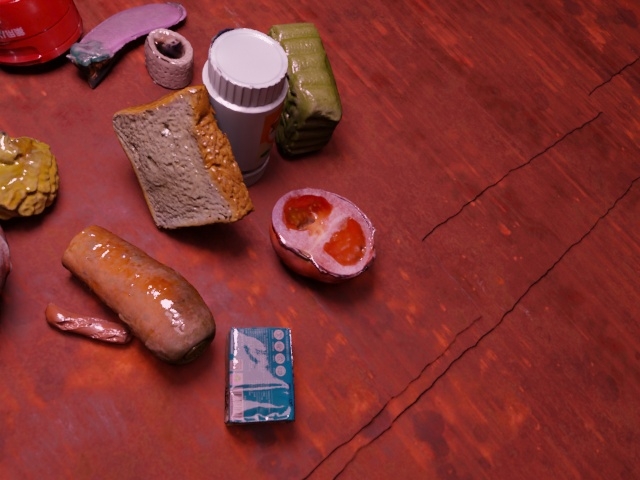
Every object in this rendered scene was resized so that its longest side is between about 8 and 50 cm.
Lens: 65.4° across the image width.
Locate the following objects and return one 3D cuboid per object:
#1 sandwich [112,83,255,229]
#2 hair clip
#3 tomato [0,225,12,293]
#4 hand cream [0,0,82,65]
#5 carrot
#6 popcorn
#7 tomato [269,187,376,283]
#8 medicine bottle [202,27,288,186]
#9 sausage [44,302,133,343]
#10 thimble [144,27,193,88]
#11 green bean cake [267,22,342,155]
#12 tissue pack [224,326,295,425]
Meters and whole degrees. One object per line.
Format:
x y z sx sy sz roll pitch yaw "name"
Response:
-0.262 -0.144 0.930 0.087 0.226 0.251 -44 124 -49 "sandwich"
-0.453 -0.487 1.172 0.096 0.110 0.359 55 48 -33 "hair clip"
-0.634 0.012 0.732 0.282 0.317 0.317 -43 81 -4 "tomato"
-0.637 -0.495 1.046 0.230 0.149 0.230 0 57 -1 "hand cream"
-0.315 0.092 0.886 0.302 0.139 0.139 39 60 7 "carrot"
-0.577 -0.117 0.916 0.173 0.142 0.174 7 75 -28 "popcorn"
0.000 0.000 1.039 0.228 0.112 0.199 38 53 5 "tomato"
-0.160 -0.251 0.995 0.158 0.318 0.158 6 64 -13 "medicine bottle"
-0.412 0.151 0.885 0.157 0.036 0.042 19 36 -7 "sausage"
-0.349 -0.421 1.155 0.115 0.090 0.102 30 60 -2 "thimble"
-0.052 -0.332 1.125 0.124 0.222 0.248 -18 74 -25 "green bean cake"
-0.111 0.244 0.900 0.120 0.082 0.169 3 63 -16 "tissue pack"
